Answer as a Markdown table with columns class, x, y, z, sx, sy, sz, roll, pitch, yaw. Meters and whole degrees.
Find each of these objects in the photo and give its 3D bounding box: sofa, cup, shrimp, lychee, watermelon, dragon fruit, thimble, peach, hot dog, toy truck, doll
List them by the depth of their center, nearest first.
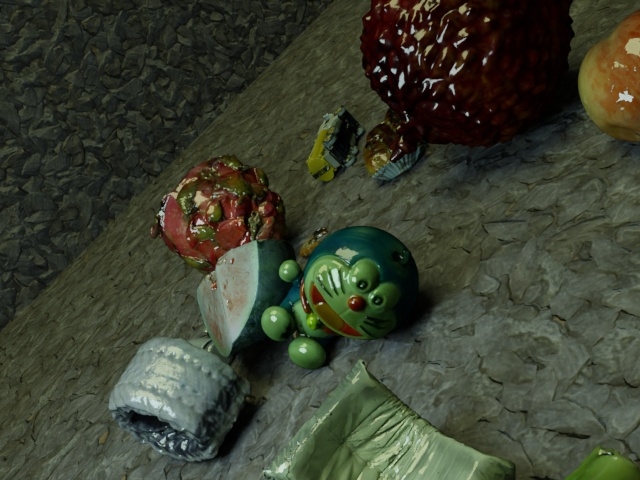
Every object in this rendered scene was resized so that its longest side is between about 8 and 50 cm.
| class | x | y | z | sx | sy | sz | roll | pitch | yaw |
| --- | --- | --- | --- | --- | --- | --- | --- | --- | --- |
| sofa | 0.087 | 0.294 | 0.957 | 0.210 | 0.176 | 0.225 | -46 | 24 | -14 |
| peach | 0.535 | -0.250 | 1.250 | 0.232 | 0.232 | 0.232 | -32 | 25 | 17 |
| doll | 0.043 | 0.088 | 1.356 | 0.322 | 0.198 | 0.186 | -29 | 18 | 41 |
| thimble | -0.262 | 0.297 | 1.430 | 0.245 | 0.217 | 0.157 | 2 | 49 | 34 |
| lychee | 0.277 | -0.370 | 1.534 | 0.500 | 0.424 | 0.424 | -65 | 24 | 5 |
| watermelon | -0.124 | 0.123 | 1.538 | 0.175 | 0.188 | 0.322 | -9 | -11 | -21 |
| cup | -0.231 | 0.237 | 1.666 | 0.104 | 0.074 | 0.116 | -25 | 10 | -28 |
| shrimp | 0.000 | 0.000 | 1.774 | 0.127 | 0.025 | 0.091 | -12 | 35 | 51 |
| hot dog | 0.171 | -0.237 | 1.865 | 0.162 | 0.082 | 0.270 | -33 | 26 | 20 |
| dragon fruit | -0.208 | -0.020 | 1.874 | 0.263 | 0.296 | 0.314 | 29 | 63 | 28 |
| toy truck | 0.034 | -0.261 | 2.085 | 0.114 | 0.098 | 0.227 | -31 | 27 | 35 |

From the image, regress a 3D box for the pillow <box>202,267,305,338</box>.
| class | x | y | z | sx | sy | sz | roll | pitch | yaw |
| --- | --- | --- | --- | --- | --- | --- | --- | --- | --- |
| pillow | -0.143 | 0.140 | 1.708 | 0.229 | 0.050 | 0.148 | -17 | 35 | 31 |

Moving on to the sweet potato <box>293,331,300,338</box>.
| class | x | y | z | sx | sy | sz | roll | pitch | yaw |
| --- | --- | --- | --- | --- | --- | --- | --- | --- | --- |
| sweet potato | -0.015 | 0.155 | 1.504 | 0.117 | 0.049 | 0.049 | -43 | 23 | -23 |

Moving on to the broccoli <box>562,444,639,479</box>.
| class | x | y | z | sx | sy | sz | roll | pitch | yaw |
| --- | --- | --- | --- | --- | --- | --- | --- | --- | --- |
| broccoli | 0.220 | 0.321 | 0.794 | 0.304 | 0.165 | 0.145 | -35 | -11 | -21 |
